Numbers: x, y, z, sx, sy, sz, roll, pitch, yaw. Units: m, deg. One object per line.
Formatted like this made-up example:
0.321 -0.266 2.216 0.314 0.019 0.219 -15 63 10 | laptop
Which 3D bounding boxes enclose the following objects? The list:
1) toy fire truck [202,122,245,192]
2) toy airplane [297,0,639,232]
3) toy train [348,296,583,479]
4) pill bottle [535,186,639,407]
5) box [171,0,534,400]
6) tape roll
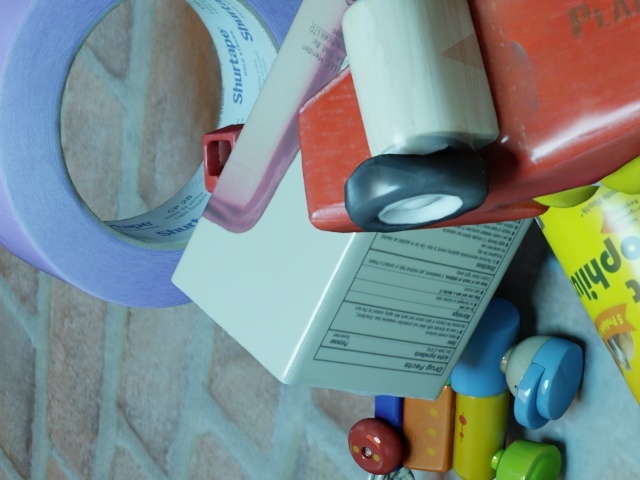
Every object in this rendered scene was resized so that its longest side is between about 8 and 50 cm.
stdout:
0.000 0.000 1.139 0.047 0.135 0.192 0 107 57 | toy fire truck
0.212 -0.100 0.696 0.384 0.272 0.386 32 97 31 | toy airplane
0.103 0.147 1.114 0.143 0.105 0.248 23 127 33 | toy train
0.201 0.022 0.864 0.215 0.117 0.117 62 148 12 | pill bottle
0.039 -0.036 0.964 0.127 0.148 0.232 39 108 40 | box
-0.123 -0.095 1.140 0.090 0.275 0.275 20 123 51 | tape roll
